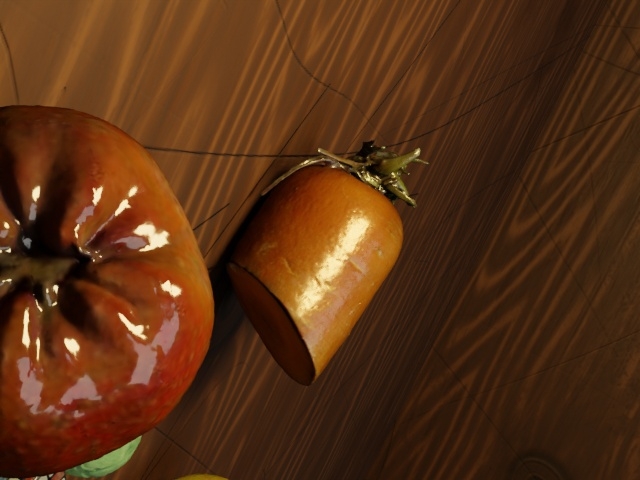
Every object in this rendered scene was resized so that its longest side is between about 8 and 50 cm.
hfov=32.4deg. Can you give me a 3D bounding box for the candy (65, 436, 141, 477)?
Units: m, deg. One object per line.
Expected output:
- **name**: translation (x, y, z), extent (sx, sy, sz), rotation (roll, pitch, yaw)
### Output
- **candy**: translation (-0.251, 0.081, 1.101), extent (0.119, 0.119, 0.440), rotation (-45, 149, -40)

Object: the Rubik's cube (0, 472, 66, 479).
- **Rubik's cube**: translation (-0.324, 0.248, 1.123), extent (0.092, 0.092, 0.092), rotation (-49, 158, -35)

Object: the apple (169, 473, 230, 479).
- **apple**: translation (-0.185, 0.481, 1.582), extent (0.233, 0.286, 0.286), rotation (-55, 168, 34)

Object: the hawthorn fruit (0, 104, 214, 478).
- **hawthorn fruit**: translation (-0.229, 0.048, 0.860), extent (0.277, 0.277, 0.298), rotation (-55, 180, -18)

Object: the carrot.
- **carrot**: translation (0.000, 0.000, 1.483), extent (0.331, 0.214, 0.193), rotation (-52, -171, -15)
